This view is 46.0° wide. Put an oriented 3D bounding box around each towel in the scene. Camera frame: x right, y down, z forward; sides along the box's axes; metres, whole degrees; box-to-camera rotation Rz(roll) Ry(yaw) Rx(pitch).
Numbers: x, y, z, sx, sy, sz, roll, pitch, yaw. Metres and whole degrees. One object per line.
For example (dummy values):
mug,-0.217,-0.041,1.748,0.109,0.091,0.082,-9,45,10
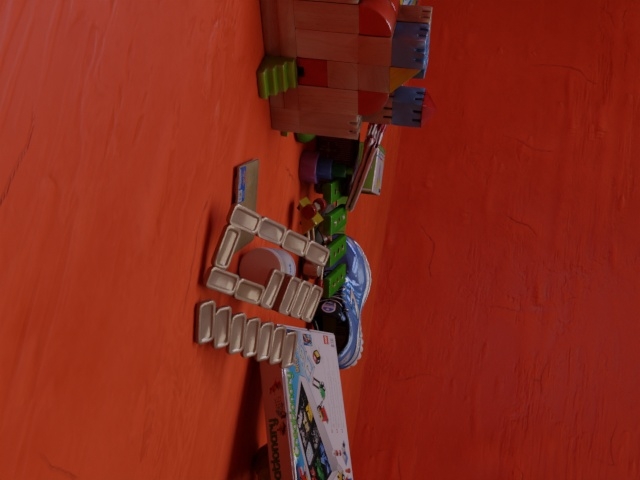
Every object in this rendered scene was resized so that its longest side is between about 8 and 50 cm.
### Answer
towel,0.125,-0.248,1.582,0.237,0.037,0.329,107,4,-58

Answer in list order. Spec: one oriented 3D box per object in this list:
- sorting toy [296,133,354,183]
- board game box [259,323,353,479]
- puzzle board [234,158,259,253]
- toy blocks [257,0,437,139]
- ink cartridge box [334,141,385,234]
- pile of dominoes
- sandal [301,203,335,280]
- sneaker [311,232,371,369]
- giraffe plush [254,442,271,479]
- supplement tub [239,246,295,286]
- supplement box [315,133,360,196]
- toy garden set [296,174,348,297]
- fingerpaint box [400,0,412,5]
sorting toy,0.024,-0.261,1.405,0.127,0.126,0.365,-70,163,-51
board game box,-0.024,0.309,1.331,0.193,0.053,0.305,20,58,-55
puzzle board,-0.113,-0.053,1.118,0.096,0.011,0.128,-45,141,-72
toy blocks,0.053,-0.297,1.146,0.381,0.261,0.190,87,15,-46
ink cartridge box,0.108,-0.134,2.058,0.189,0.097,0.255,-4,101,-80
pile of dominoes,-0.090,0.071,1.079,0.251,0.040,0.195,28,82,-52
sandal,0.006,-0.001,1.670,0.219,0.060,0.090,-64,160,-44
sneaker,0.046,0.144,1.807,0.147,0.130,0.329,26,63,-72
giraffe plush,-0.059,0.448,1.421,0.170,0.210,0.181,59,24,-27
supplement tub,-0.083,0.046,1.192,0.107,0.071,0.071,5,93,-80
supplement box,0.040,-0.203,1.664,0.104,0.081,0.188,-63,158,-63
toy garden set,0.000,0.000,1.541,0.204,0.049,0.244,-39,133,-64
fingerpaint box,0.137,-0.659,1.625,0.444,0.163,0.371,-67,162,-56
